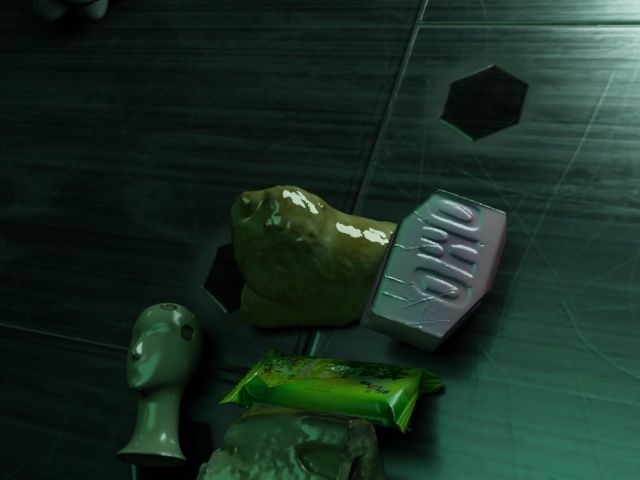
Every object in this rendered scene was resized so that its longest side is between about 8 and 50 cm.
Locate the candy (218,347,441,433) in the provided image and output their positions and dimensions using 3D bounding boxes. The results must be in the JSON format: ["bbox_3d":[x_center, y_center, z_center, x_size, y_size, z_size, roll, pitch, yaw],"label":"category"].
[{"bbox_3d":[0.009,0.131,0.841,0.178,0.102,0.032,3,106,28],"label":"candy"}]

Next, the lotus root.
[{"bbox_3d":[-0.034,0.249,0.758,0.119,0.138,0.235,11,66,34],"label":"lotus root"}]

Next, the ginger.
[{"bbox_3d":[0.004,0.001,0.908,0.193,0.123,0.115,-6,47,10],"label":"ginger"}]

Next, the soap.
[{"bbox_3d":[0.107,0.023,0.860,0.100,0.056,0.149,22,68,1],"label":"soap"}]

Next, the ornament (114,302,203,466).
[{"bbox_3d":[-0.155,0.135,0.914,0.074,0.081,0.156,-13,60,34],"label":"ornament"}]

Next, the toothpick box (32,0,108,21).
[{"bbox_3d":[-0.307,-0.442,1.259,0.229,0.229,0.316,32,79,35],"label":"toothpick box"}]
